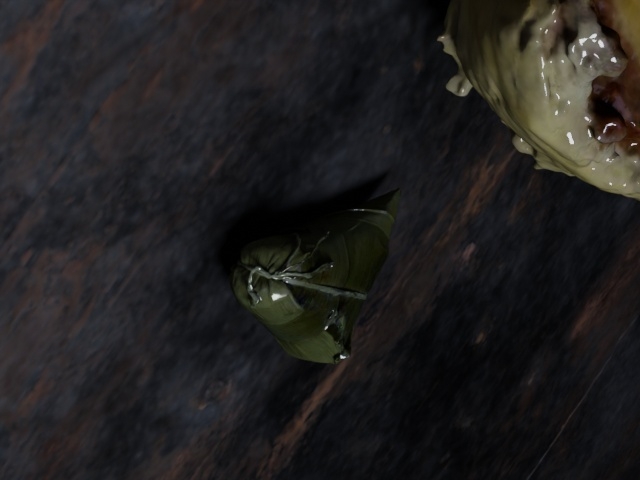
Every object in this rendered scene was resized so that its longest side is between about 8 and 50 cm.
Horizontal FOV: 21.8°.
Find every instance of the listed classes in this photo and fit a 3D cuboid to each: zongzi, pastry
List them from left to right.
[{"bbox_3d":[0.000,0.000,0.935,0.119,0.055,0.109,-63,150,-13],"label":"zongzi"},{"bbox_3d":[0.186,-0.148,0.935,0.236,0.170,0.256,28,81,-33],"label":"pastry"}]
